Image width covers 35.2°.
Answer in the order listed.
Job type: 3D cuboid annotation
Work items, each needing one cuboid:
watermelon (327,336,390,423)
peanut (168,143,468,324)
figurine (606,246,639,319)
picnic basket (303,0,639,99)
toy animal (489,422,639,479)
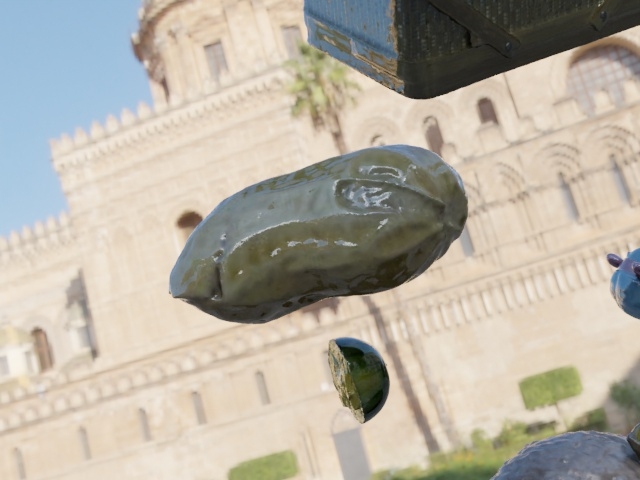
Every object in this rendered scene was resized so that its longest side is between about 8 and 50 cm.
[{"bbox_3d":[0.048,0.158,1.178,0.062,0.105,0.105,-17,-14,-11],"label":"watermelon"},{"bbox_3d":[-0.001,-0.004,1.116,0.340,0.174,0.158,-15,-35,4],"label":"peanut"},{"bbox_3d":[0.513,0.093,1.345,0.260,0.103,0.205,23,12,-9],"label":"figurine"},{"bbox_3d":[0.114,-0.215,0.706,0.266,0.165,0.139,-22,-55,-22],"label":"picnic basket"},{"bbox_3d":[0.307,0.338,1.172,0.358,0.226,0.188,-1,-22,-8],"label":"toy animal"}]
